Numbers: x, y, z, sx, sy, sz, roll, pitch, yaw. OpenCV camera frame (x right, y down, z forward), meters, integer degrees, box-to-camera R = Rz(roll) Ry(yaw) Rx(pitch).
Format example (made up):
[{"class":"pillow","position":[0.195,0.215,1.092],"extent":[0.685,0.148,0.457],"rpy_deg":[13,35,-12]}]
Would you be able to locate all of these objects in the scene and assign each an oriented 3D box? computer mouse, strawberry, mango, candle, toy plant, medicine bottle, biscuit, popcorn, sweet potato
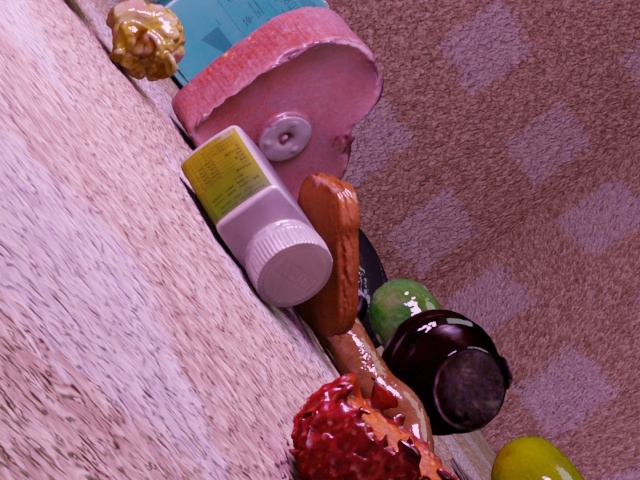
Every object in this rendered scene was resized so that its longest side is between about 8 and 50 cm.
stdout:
[{"class":"computer mouse","position":[0.040,0.041,2.077],"extent":[0.323,0.116,0.183],"rpy_deg":[55,7,30]},{"class":"strawberry","position":[0.038,0.158,0.832],"extent":[0.145,0.086,0.145],"rpy_deg":[53,1,-1]},{"class":"mango","position":[0.421,0.500,2.147],"extent":[0.343,0.156,0.192],"rpy_deg":[58,-9,19]},{"class":"candle","position":[-0.079,-0.180,1.774],"extent":[0.131,0.287,0.317],"rpy_deg":[53,-42,41]},{"class":"toy plant","position":[0.152,0.171,1.724],"extent":[0.235,0.175,0.218],"rpy_deg":[-160,-122,-65]},{"class":"medicine bottle","position":[-0.063,-0.020,1.334],"extent":[0.132,0.088,0.188],"rpy_deg":[54,1,-46]},{"class":"biscuit","position":[-0.005,0.012,1.430],"extent":[0.186,0.036,0.192],"rpy_deg":[-142,-131,-63]},{"class":"popcorn","position":[-0.221,-0.255,1.556],"extent":[0.109,0.097,0.089],"rpy_deg":[62,4,-16]},{"class":"sweet potato","position":[0.073,0.179,1.452],"extent":[0.281,0.059,0.067],"rpy_deg":[53,12,29]}]

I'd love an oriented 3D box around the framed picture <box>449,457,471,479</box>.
[{"class":"framed picture","position":[0.297,0.471,2.004],"extent":[0.231,0.010,0.173],"rpy_deg":[52,3,-30]}]

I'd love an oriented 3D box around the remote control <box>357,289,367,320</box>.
[{"class":"remote control","position":[0.015,0.060,1.867],"extent":[0.090,0.066,0.266],"rpy_deg":[53,3,-21]}]

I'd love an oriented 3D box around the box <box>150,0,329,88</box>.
[{"class":"box","position":[-0.167,-0.416,2.268],"extent":[0.205,0.311,0.118],"rpy_deg":[51,-6,-22]}]
